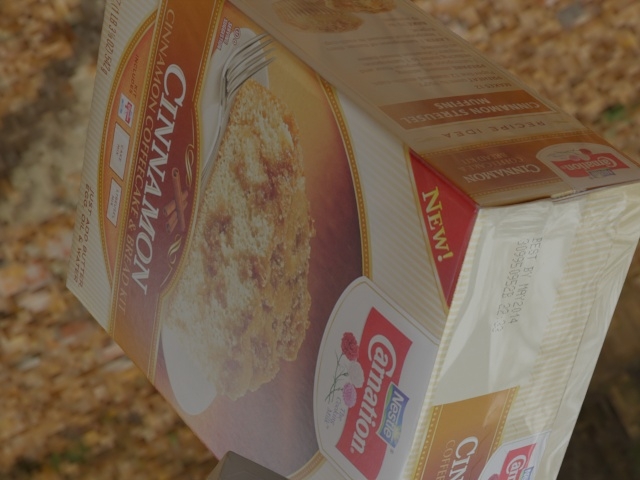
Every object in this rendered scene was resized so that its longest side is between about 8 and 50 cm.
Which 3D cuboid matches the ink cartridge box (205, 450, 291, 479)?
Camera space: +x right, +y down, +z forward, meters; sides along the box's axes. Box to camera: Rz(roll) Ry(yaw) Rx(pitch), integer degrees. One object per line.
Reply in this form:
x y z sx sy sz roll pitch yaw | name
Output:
-0.041 0.108 0.427 0.115 0.029 0.063 -54 -168 45 | ink cartridge box

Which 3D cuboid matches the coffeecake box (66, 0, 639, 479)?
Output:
0.000 0.000 0.526 0.068 0.185 0.142 -10 127 -35 | coffeecake box
